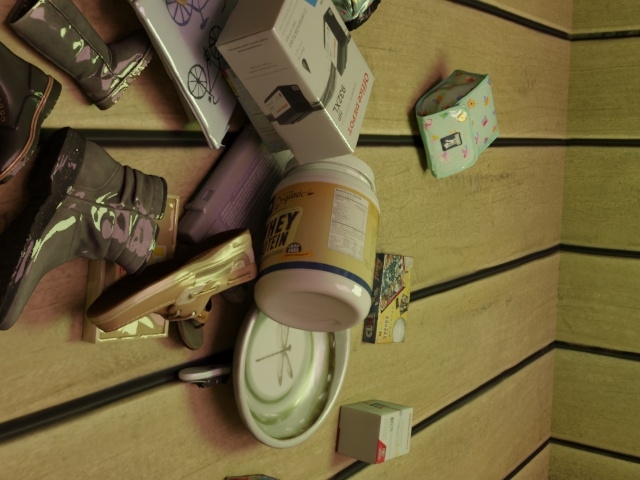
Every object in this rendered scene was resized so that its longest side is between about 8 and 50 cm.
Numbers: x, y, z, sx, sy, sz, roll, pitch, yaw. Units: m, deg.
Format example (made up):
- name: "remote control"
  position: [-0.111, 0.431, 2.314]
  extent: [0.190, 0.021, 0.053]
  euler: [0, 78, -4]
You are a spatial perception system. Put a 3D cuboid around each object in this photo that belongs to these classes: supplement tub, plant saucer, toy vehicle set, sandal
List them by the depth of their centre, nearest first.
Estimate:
- name: "toy vehicle set"
  position: [-0.332, 0.044, 1.362]
  extent: [0.166, 0.035, 0.266]
  euler: [5, 91, -55]
- name: "sandal"
  position: [-0.236, 0.112, 1.458]
  extent: [0.090, 0.060, 0.219]
  euler: [-53, 146, -68]
- name: "supplement tub"
  position: [0.000, 0.000, 1.532]
  extent: [0.228, 0.228, 0.316]
  euler: [46, 43, -47]
- name: "plant saucer"
  position: [-0.080, 0.250, 1.693]
  extent: [0.400, 0.101, 0.400]
  euler: [-10, 103, -54]

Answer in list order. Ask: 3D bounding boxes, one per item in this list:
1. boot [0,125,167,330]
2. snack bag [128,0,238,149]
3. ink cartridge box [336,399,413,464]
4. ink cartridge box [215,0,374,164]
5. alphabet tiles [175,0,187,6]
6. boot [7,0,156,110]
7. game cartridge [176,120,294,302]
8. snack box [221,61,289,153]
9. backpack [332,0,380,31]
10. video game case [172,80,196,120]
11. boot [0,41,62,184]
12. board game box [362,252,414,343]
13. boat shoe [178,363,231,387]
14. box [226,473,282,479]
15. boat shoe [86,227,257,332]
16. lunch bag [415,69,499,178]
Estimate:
- name: "boot"
  position: [-0.368, 0.011, 1.198]
  extent: [0.223, 0.118, 0.338]
  euler: [33, 71, -39]
- name: "snack bag"
  position: [-0.212, -0.394, 1.414]
  extent: [0.342, 0.037, 0.323]
  euler: [65, 33, -47]
- name: "ink cartridge box"
  position: [0.146, 0.500, 2.025]
  extent: [0.176, 0.127, 0.128]
  euler: [7, 88, -55]
- name: "ink cartridge box"
  position: [-0.033, -0.330, 1.436]
  extent: [0.307, 0.129, 0.223]
  euler: [53, 41, -40]
- name: "alphabet tiles"
  position: [-0.300, -0.513, 1.246]
  extent: [0.237, 0.009, 0.198]
  euler: [27, 56, -28]
- name: "boot"
  position: [-0.374, -0.337, 1.230]
  extent: [0.208, 0.076, 0.189]
  euler: [49, 54, -38]
- name: "game cartridge"
  position: [-0.148, -0.079, 1.587]
  extent: [0.230, 0.068, 0.355]
  euler: [56, 51, -37]
- name: "snack box"
  position: [-0.094, -0.308, 1.527]
  extent: [0.207, 0.070, 0.174]
  euler: [59, 37, -33]
- name: "backpack"
  position: [0.061, -0.591, 1.757]
  extent: [0.152, 0.115, 0.182]
  euler: [-58, 135, -28]
- name: "video game case"
  position: [-0.231, -0.330, 1.464]
  extent: [0.143, 0.019, 0.157]
  euler: [-49, 132, -40]
- name: "boot"
  position: [-0.474, -0.191, 1.108]
  extent: [0.137, 0.077, 0.197]
  euler: [43, 47, -44]
- name: "board game box"
  position: [0.188, 0.159, 2.108]
  extent: [0.165, 0.042, 0.243]
  euler: [8, 89, -55]
- name: "boat shoe"
  position: [-0.228, 0.274, 1.533]
  extent: [0.142, 0.049, 0.040]
  euler: [5, 92, -57]
- name: "box"
  position: [-0.142, 0.643, 1.643]
  extent: [0.128, 0.123, 0.256]
  euler: [20, 78, -55]
- name: "boat shoe"
  position: [-0.239, 0.086, 1.331]
  extent: [0.341, 0.122, 0.110]
  euler: [-29, 110, -38]
- name: "lunch bag"
  position: [0.387, -0.334, 2.222]
  extent: [0.262, 0.160, 0.223]
  euler: [-44, 133, -28]
